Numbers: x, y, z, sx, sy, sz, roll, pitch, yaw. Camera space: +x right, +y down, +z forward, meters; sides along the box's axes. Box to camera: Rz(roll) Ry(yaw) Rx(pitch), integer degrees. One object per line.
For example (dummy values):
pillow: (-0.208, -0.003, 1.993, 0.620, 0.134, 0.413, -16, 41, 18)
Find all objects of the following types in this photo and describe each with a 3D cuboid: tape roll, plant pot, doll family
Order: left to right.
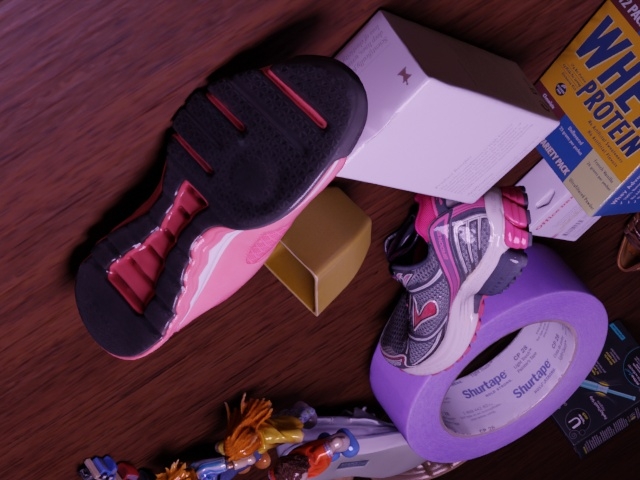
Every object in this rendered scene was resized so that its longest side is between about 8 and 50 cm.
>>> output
doll family: (-0.097, 0.244, 1.663, 0.263, 0.118, 0.163, -34, 171, 26)
plant pot: (0.000, 0.000, 1.356, 0.083, 0.081, 0.081, -39, 158, -19)
tape roll: (0.196, 0.133, 1.759, 0.274, 0.090, 0.275, -22, 140, -19)

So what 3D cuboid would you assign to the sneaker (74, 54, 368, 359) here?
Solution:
sneaker: (-0.069, -0.037, 1.199, 0.314, 0.116, 0.136, -44, 169, 28)

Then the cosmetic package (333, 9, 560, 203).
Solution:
cosmetic package: (0.091, -0.106, 1.266, 0.117, 0.085, 0.231, -44, 152, 22)

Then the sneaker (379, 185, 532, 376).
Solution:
sneaker: (0.112, 0.033, 1.536, 0.112, 0.121, 0.299, 7, 143, -13)

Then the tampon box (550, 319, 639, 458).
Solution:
tampon box: (0.403, 0.216, 2.195, 0.161, 0.120, 0.101, -34, 155, 1)

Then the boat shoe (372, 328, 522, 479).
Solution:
boat shoe: (0.184, 0.213, 1.940, 0.302, 0.109, 0.098, -37, 173, -4)

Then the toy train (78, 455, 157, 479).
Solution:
toy train: (-0.211, 0.254, 1.617, 0.036, 0.027, 0.158, -40, 156, 5)

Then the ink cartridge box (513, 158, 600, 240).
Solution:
ink cartridge box: (0.261, -0.049, 1.616, 0.088, 0.052, 0.122, -45, 155, 23)

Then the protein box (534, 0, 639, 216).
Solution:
protein box: (0.332, -0.140, 1.433, 0.201, 0.136, 0.200, -6, 144, -47)

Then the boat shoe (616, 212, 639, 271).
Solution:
boat shoe: (0.406, -0.010, 1.852, 0.060, 0.064, 0.178, -29, 158, -16)

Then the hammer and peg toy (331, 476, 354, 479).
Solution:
hammer and peg toy: (-0.034, 0.417, 1.854, 0.361, 0.266, 0.127, -14, 130, -39)

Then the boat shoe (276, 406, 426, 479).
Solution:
boat shoe: (0.044, 0.235, 1.818, 0.227, 0.081, 0.079, 1, 140, -36)
